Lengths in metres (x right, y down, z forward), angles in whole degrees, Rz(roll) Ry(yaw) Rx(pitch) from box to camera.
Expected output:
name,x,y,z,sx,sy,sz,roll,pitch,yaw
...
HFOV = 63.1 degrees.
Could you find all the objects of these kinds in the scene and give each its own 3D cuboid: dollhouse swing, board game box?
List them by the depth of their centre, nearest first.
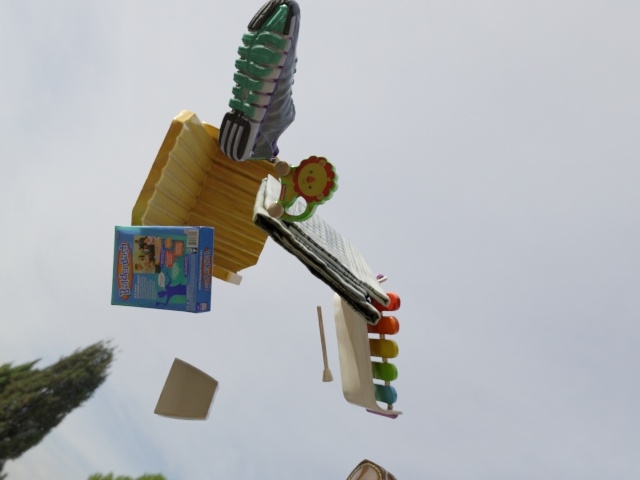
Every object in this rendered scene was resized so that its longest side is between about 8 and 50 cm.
name,x,y,z,sx,sy,sz,roll,pitch,yaw
board game box,-0.306,0.052,1.002,0.210,0.047,0.160,2,-91,24
dollhouse swing,-0.244,-0.094,1.256,0.315,0.347,0.305,24,-7,-12

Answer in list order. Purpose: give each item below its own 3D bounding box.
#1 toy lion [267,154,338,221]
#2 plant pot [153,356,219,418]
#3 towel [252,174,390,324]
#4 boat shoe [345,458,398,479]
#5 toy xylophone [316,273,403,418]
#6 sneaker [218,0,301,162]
name,x,y,z,sx,sy,sz,roll,pitch,yaw
toy lion,-0.022,-0.075,0.757,0.096,0.034,0.100,10,-91,21
plant pot,-0.259,0.307,1.038,0.096,0.109,0.109,18,-24,-2
towel,0.000,0.000,1.044,0.312,0.324,0.056,42,-78,-16
boat shoe,-0.016,0.390,0.559,0.120,0.324,0.122,43,-26,-19
toy xylophone,0.086,0.234,1.178,0.236,0.081,0.323,2,-85,58
sneaker,-0.066,-0.215,0.722,0.083,0.098,0.224,36,-68,33
